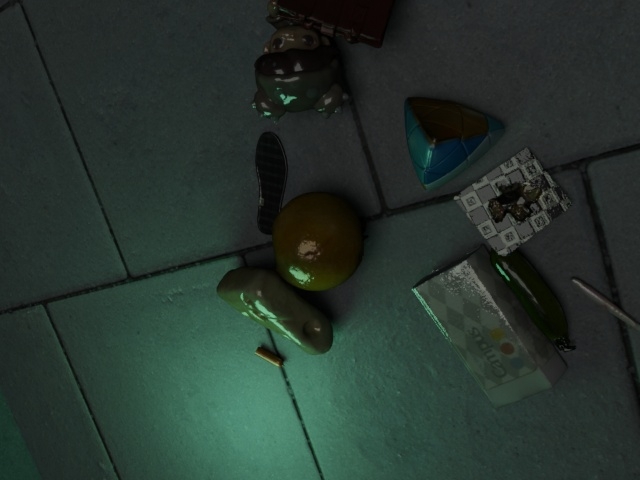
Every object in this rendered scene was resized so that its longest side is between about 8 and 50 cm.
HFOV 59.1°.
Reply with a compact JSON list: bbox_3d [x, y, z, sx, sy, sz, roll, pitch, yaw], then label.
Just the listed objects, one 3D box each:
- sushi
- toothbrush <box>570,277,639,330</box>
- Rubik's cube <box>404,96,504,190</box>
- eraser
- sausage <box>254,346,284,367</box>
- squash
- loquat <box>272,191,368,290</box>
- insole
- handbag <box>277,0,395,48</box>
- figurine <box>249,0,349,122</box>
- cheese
[{"bbox_3d":[0.469,-0.094,1.381,0.210,0.040,0.193,-38,84,16],"label":"sushi"},{"bbox_3d":[0.736,0.188,1.363,0.307,0.029,0.025,38,125,10],"label":"toothbrush"},{"bbox_3d":[0.266,-0.238,1.381,0.254,0.254,0.255,8,110,22],"label":"Rubik's cube"},{"bbox_3d":[0.442,0.229,1.482,0.213,0.082,0.397,-34,91,30],"label":"eraser"},{"bbox_3d":[-0.162,0.384,1.841,0.107,0.031,0.031,25,115,14],"label":"sausage"},{"bbox_3d":[0.537,0.145,1.411,0.087,0.087,0.331,-34,91,30],"label":"squash"},{"bbox_3d":[0.000,0.000,1.522,0.274,0.275,0.275,8,110,22],"label":"loquat"},{"bbox_3d":[-0.152,-0.164,1.667,0.110,0.012,0.310,14,112,19],"label":"insole"},{"bbox_3d":[0.057,-0.604,1.293,0.260,0.084,0.276,16,89,-2],"label":"handbag"},{"bbox_3d":[-0.063,-0.489,1.424,0.248,0.203,0.381,-4,89,2],"label":"figurine"},{"bbox_3d":[-0.146,0.202,1.699,0.328,0.130,0.351,7,149,52],"label":"cheese"}]
